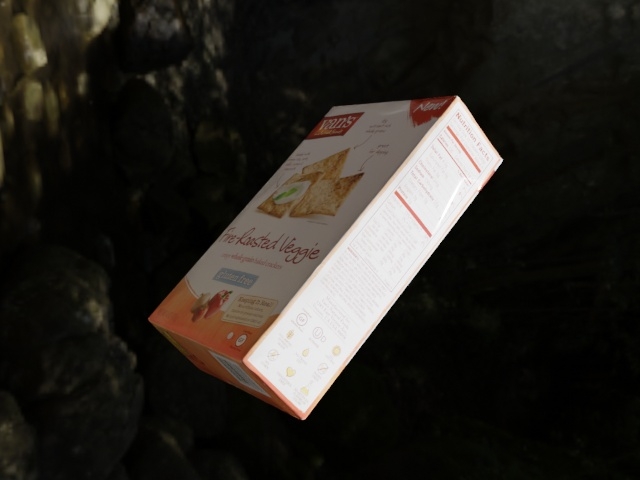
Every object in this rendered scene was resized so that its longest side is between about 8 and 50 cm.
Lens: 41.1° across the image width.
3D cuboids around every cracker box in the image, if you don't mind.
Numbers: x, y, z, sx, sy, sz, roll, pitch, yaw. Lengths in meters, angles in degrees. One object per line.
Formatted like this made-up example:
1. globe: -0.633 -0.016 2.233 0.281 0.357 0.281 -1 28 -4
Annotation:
1. cracker box: 0.000 0.000 0.608 0.067 0.232 0.156 49 -21 -26
